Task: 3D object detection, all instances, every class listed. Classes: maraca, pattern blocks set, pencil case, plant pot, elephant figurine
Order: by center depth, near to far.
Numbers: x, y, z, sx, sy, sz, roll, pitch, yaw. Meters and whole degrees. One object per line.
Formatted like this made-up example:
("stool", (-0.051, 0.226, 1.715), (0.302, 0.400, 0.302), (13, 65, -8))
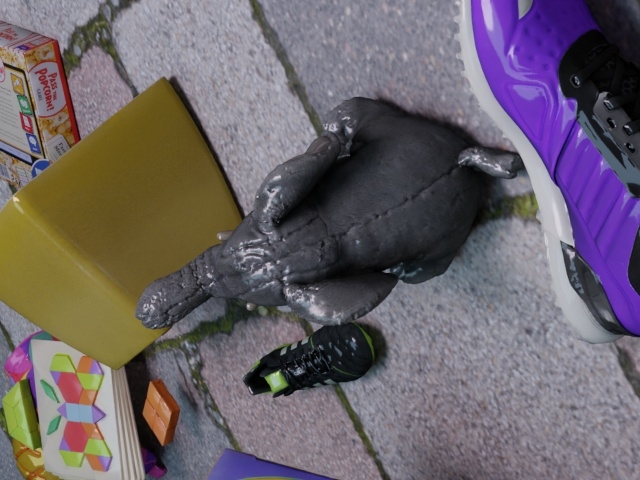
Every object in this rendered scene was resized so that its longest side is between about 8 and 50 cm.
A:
("elephant figurine", (0.000, 0.000, 1.120), (0.169, 0.239, 0.186), (42, 143, 28))
("plant pot", (-0.195, 0.002, 1.443), (0.187, 0.212, 0.212), (48, 147, -3))
("pattern blocks set", (-0.281, 0.201, 1.737), (0.285, 0.026, 0.325), (-18, 88, 38))
("pencil case", (-0.301, 0.222, 1.838), (0.236, 0.104, 0.104), (52, 146, 15))
("maraca", (-0.366, 0.258, 1.957), (0.127, 0.099, 0.186), (11, 114, 61))

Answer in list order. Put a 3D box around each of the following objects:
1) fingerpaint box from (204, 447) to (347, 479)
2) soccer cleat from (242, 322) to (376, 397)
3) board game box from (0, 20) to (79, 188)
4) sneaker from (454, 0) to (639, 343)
("fingerpaint box", (0.099, 0.403, 1.200), (0.444, 0.163, 0.371), (12, 128, 17))
("soccer cleat", (-0.011, 0.120, 1.382), (0.179, 0.072, 0.060), (-25, 94, 57))
("board game box", (-0.334, -0.144, 1.652), (0.146, 0.045, 0.194), (24, 132, 44))
("sneaker", (0.198, -0.070, 0.939), (0.146, 0.102, 0.293), (-4, 116, 51))
